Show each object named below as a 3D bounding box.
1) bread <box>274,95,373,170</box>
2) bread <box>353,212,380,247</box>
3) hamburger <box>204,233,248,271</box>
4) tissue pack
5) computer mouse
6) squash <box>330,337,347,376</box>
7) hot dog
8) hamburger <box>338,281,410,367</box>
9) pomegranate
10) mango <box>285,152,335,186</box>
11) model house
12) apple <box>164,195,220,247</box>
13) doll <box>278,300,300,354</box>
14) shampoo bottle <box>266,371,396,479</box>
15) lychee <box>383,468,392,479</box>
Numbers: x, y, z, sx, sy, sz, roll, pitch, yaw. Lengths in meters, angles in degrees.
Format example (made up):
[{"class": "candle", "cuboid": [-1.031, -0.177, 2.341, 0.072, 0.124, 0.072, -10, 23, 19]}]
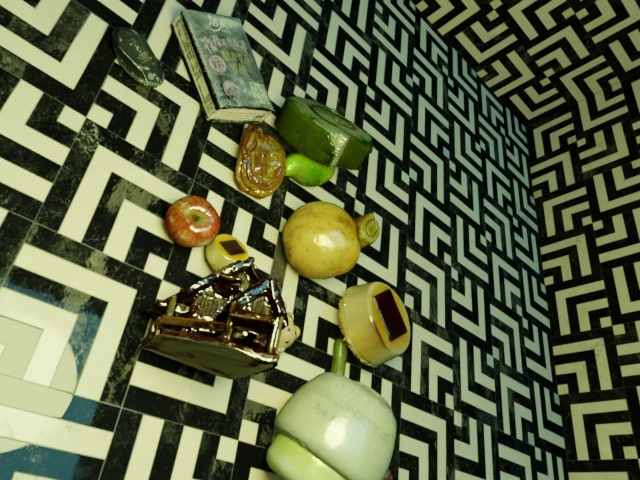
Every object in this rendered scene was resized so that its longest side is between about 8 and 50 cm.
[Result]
[{"class": "bread", "cuboid": [0.023, -0.382, 1.819, 0.366, 0.129, 0.382, 23, 26, -19]}, {"class": "bread", "cuboid": [0.120, -0.018, 1.834, 0.103, 0.172, 0.132, 56, 41, -14]}, {"class": "hamburger", "cuboid": [-0.266, 0.050, 1.460, 0.141, 0.081, 0.126, 41, 27, 4]}, {"class": "tissue pack", "cuboid": [-0.316, -0.571, 1.689, 0.259, 0.122, 0.362, -16, 82, -50]}, {"class": "computer mouse", "cuboid": [-0.535, -0.528, 1.480, 0.192, 0.062, 0.106, 56, 41, -19]}, {"class": "squash", "cuboid": [0.060, 0.405, 1.664, 0.052, 0.052, 0.184, 33, 50, -32]}, {"class": "hot dog", "cuboid": [-0.196, -0.273, 1.671, 0.175, 0.114, 0.259, 25, 56, -35]}, {"class": "hamburger", "cuboid": [0.175, 0.284, 1.736, 0.302, 0.170, 0.302, 33, 44, -38]}, {"class": "pomegranate", "cuboid": [0.000, 0.000, 1.656, 0.260, 0.260, 0.261, 22, 57, -38]}, {"class": "mango", "cuboid": [-0.049, -0.250, 1.806, 0.232, 0.111, 0.126, -8, 114, -41]}, {"class": "model house", "cuboid": [-0.236, 0.155, 1.247, 0.297, 0.317, 0.283, 32, 54, -19]}, {"class": "apple", "cuboid": [-0.352, -0.050, 1.394, 0.146, 0.131, 0.147, 9, 72, -30]}, {"class": "doll", "cuboid": [-0.185, 0.264, 1.441, 0.277, 0.119, 0.154, -12, 79, -38]}, {"class": "shampoo bottle", "cuboid": [0.035, 0.529, 1.364, 0.322, 0.322, 0.317, 44, 68, -23]}, {"class": "lychee", "cuboid": [0.147, 0.729, 1.516, 0.197, 0.165, 0.165, 21, 53, -7]}]
